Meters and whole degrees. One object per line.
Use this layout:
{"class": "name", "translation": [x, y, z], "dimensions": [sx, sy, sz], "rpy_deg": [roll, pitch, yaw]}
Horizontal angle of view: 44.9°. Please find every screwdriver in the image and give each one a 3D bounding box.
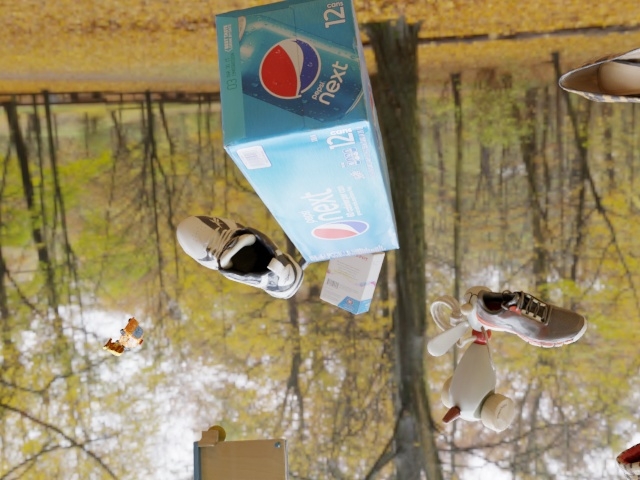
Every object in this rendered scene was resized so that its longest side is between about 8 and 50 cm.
{"class": "screwdriver", "translation": [0.000, 0.000, 1.621], "dimensions": [0.024, 0.170, 0.025], "rpy_deg": [43, -152, 13]}

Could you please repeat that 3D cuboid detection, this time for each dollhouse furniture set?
{"class": "dollhouse furniture set", "translation": [-0.098, 0.533, 1.627], "dimensions": [0.286, 0.303, 0.198], "rpy_deg": [-7, 168, 8]}

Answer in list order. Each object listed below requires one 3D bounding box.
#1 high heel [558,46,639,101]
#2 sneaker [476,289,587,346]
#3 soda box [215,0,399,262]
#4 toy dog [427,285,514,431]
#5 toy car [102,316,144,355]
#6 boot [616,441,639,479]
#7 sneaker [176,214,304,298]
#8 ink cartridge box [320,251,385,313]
{"class": "high heel", "translation": [0.424, -0.224, 1.063], "dimensions": [0.186, 0.093, 0.261], "rpy_deg": [-4, -171, 19]}
{"class": "sneaker", "translation": [0.287, 0.102, 1.077], "dimensions": [0.158, 0.065, 0.061], "rpy_deg": [6, -127, 29]}
{"class": "soda box", "translation": [0.002, -0.050, 0.443], "dimensions": [0.067, 0.071, 0.210], "rpy_deg": [-9, 163, 6]}
{"class": "toy dog", "translation": [0.323, 0.282, 1.740], "dimensions": [0.161, 0.333, 0.220], "rpy_deg": [-18, -179, -40]}
{"class": "toy car", "translation": [-0.319, 0.172, 1.253], "dimensions": [0.040, 0.060, 0.122], "rpy_deg": [30, -160, -3]}
{"class": "boot", "translation": [0.637, 0.395, 1.100], "dimensions": [0.377, 0.284, 0.138], "rpy_deg": [-31, 172, 41]}
{"class": "sneaker", "translation": [-0.145, 0.008, 1.234], "dimensions": [0.235, 0.094, 0.153], "rpy_deg": [32, 171, 18]}
{"class": "ink cartridge box", "translation": [0.061, 0.066, 1.473], "dimensions": [0.088, 0.122, 0.052], "rpy_deg": [22, -165, 29]}
